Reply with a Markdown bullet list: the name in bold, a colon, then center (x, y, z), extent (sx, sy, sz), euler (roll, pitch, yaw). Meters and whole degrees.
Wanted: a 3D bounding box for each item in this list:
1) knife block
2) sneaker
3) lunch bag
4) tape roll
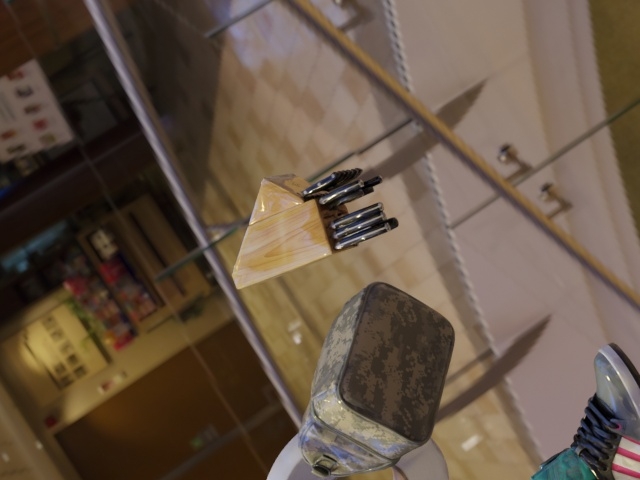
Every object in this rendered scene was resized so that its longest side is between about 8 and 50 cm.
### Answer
- **knife block**: center (0.000, 0.000, 1.854), extent (0.242, 0.088, 0.276), euler (31, 113, 27)
- **sneaker**: center (0.375, 0.292, 1.565), extent (0.124, 0.178, 0.296), euler (-120, 8, -65)
- **lunch bag**: center (0.083, 0.260, 2.049), extent (0.212, 0.305, 0.256), euler (31, 139, -15)
- **tape roll**: center (0.074, 0.516, 2.251), extent (0.392, 0.392, 0.072), euler (63, 168, -26)
